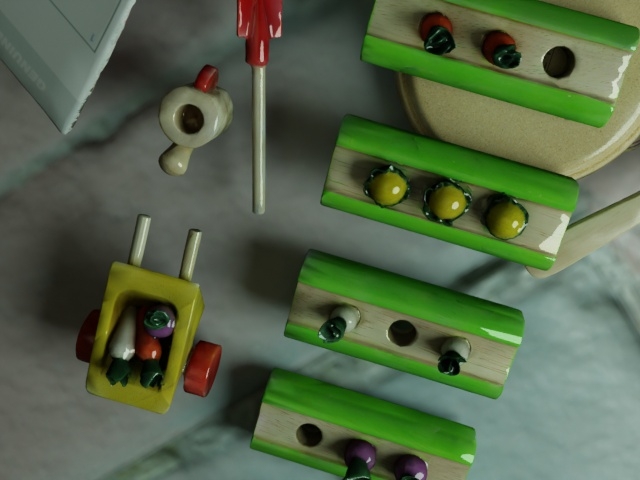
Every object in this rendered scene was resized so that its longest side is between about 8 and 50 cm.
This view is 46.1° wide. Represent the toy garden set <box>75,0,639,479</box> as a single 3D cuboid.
[{"bbox_3d":[0.000,0.000,0.337,0.204,0.049,0.244,16,108,3],"label":"toy garden set"}]

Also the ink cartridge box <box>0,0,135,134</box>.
[{"bbox_3d":[-0.127,-0.218,0.295,0.275,0.060,0.239,50,135,3],"label":"ink cartridge box"}]

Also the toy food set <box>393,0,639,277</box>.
[{"bbox_3d":[0.100,-0.087,0.345,0.132,0.038,0.192,-30,100,16],"label":"toy food set"}]
